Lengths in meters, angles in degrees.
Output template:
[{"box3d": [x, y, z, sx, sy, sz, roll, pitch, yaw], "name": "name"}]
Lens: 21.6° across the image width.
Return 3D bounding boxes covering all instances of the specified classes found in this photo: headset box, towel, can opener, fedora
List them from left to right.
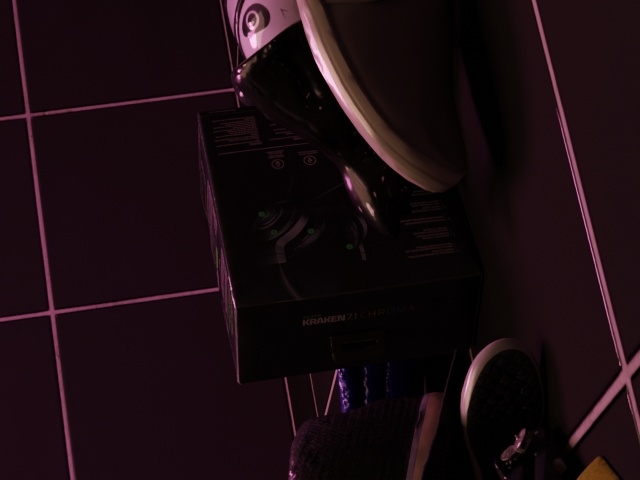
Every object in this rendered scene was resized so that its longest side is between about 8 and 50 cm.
[{"box3d": [0.015, -0.003, 1.700, 0.131, 0.246, 0.283, 92, 167, -50], "name": "headset box"}, {"box3d": [0.045, 0.243, 1.548, 0.334, 0.152, 0.334, 10, -90, -83], "name": "fedora"}, {"box3d": [0.081, 0.199, 1.848, 0.308, 0.076, 0.228, 8, -105, -82], "name": "towel"}, {"box3d": [0.173, 0.206, 1.330, 0.073, 0.059, 0.186, 42, -161, -6], "name": "can opener"}]

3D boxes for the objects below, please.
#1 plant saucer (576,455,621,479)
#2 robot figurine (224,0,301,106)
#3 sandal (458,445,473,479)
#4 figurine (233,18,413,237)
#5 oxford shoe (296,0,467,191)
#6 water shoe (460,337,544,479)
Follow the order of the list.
[{"box3d": [0.215, 0.279, 1.215, 0.188, 0.045, 0.188, -120, 23, -72], "name": "plant saucer"}, {"box3d": [-0.027, -0.278, 2.014, 0.278, 0.173, 0.209, -113, 17, -66], "name": "robot figurine"}, {"box3d": [0.150, 0.299, 1.773, 0.254, 0.054, 0.097, 108, 151, -51], "name": "sandal"}, {"box3d": [0.041, -0.119, 1.584, 0.209, 0.092, 0.215, 53, -150, -4], "name": "figurine"}, {"box3d": [0.061, -0.253, 1.528, 0.169, 0.130, 0.449, 23, -134, -49], "name": "oxford shoe"}, {"box3d": [0.154, 0.165, 1.472, 0.080, 0.073, 0.203, -106, 11, -62], "name": "water shoe"}]
